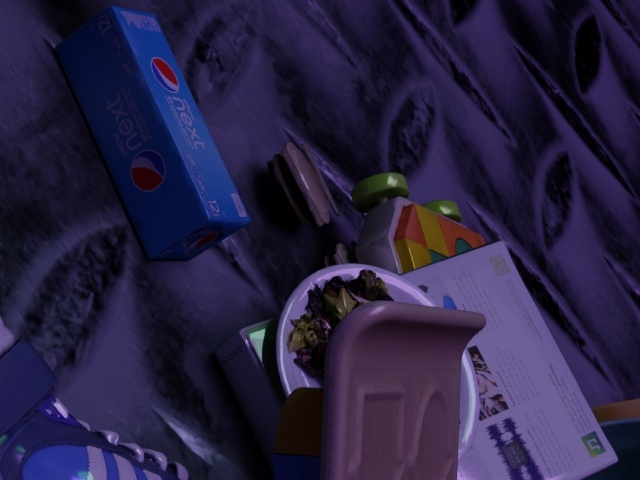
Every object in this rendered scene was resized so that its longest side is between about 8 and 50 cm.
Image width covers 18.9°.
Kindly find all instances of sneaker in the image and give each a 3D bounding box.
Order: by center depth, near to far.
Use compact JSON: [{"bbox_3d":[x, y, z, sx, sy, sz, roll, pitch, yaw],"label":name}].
[{"bbox_3d":[-0.174,0.130,1.251,0.323,0.130,0.236,3,62,-53],"label":"sneaker"}]

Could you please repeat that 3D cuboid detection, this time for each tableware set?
[{"bbox_3d":[0.000,0.000,1.813,0.194,0.039,0.128,64,10,0],"label":"tableware set"}]

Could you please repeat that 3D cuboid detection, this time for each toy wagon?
[{"bbox_3d":[0.142,0.081,1.904,0.344,0.068,0.267,21,49,-58],"label":"toy wagon"}]

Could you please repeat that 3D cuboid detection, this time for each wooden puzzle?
[{"bbox_3d":[0.033,0.217,1.391,0.322,0.081,0.347,12,85,-71],"label":"wooden puzzle"}]

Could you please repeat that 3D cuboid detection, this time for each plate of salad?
[{"bbox_3d":[0.054,0.106,1.582,0.200,0.048,0.199,16,57,-26],"label":"plate of salad"}]

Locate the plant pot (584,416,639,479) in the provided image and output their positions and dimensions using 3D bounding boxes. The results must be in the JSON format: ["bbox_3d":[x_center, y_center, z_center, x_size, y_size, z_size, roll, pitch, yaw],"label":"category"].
[{"bbox_3d":[0.294,0.320,1.743,0.293,0.293,0.196,-65,146,-61],"label":"plant pot"}]

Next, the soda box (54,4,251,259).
[{"bbox_3d":[-0.143,-0.091,1.625,0.067,0.071,0.210,3,58,-60],"label":"soda box"}]

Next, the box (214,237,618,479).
[{"bbox_3d":[0.088,0.144,1.655,0.322,0.058,0.232,-17,75,-41],"label":"box"}]

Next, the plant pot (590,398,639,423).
[{"bbox_3d":[0.330,0.263,1.944,0.205,0.205,0.188,10,68,-57],"label":"plant pot"}]
